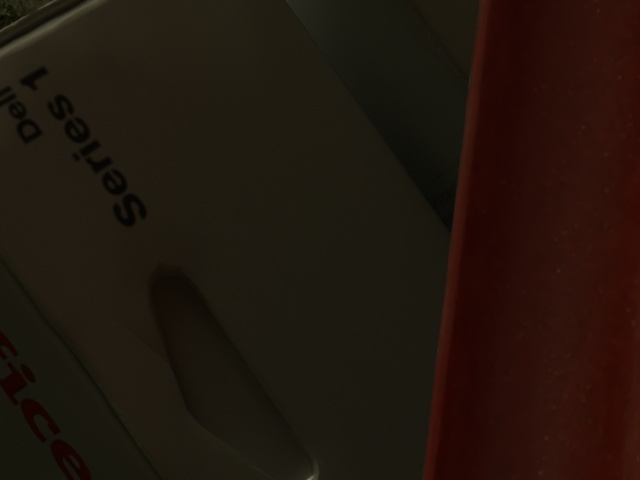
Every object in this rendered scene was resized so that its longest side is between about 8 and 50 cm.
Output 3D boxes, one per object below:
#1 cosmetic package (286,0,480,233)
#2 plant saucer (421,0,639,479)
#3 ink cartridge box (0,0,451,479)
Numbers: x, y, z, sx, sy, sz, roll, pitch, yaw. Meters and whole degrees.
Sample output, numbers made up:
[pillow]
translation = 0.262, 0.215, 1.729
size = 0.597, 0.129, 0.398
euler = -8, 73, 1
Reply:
[cosmetic package]
translation = 0.076, -0.028, 0.587
size = 0.151, 0.184, 0.151
euler = -37, 2, -30
[plant saucer]
translation = 0.082, -0.017, 0.280
size = 0.259, 0.047, 0.258
euler = 150, 130, -70
[ink cartridge box]
translation = -0.068, 0.064, 0.583
size = 0.117, 0.201, 0.278
euler = -37, 2, -35
